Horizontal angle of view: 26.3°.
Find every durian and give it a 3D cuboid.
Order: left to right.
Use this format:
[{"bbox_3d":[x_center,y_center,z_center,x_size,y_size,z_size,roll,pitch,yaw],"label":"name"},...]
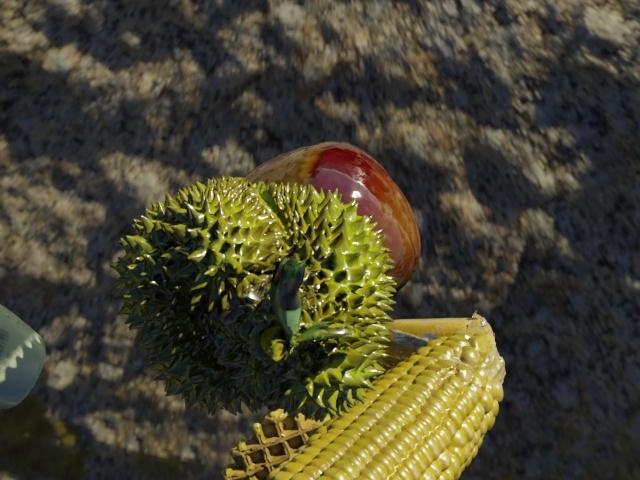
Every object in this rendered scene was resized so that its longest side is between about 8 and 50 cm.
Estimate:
[{"bbox_3d":[-0.032,0.039,0.843,0.198,0.159,0.146,27,117,35],"label":"durian"}]

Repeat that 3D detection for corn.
[{"bbox_3d":[0.053,0.200,1.220,0.130,0.347,0.130,27,138,27],"label":"corn"}]

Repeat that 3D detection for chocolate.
[{"bbox_3d":[0.112,0.136,1.727,0.219,0.085,0.085,-3,113,39],"label":"chocolate"}]

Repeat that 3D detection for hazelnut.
[{"bbox_3d":[0.000,0.000,1.492,0.229,0.229,0.229,0,108,0],"label":"hazelnut"}]

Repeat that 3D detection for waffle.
[{"bbox_3d":[-0.033,0.302,1.762,0.191,0.038,0.191,-1,98,-4],"label":"waffle"}]

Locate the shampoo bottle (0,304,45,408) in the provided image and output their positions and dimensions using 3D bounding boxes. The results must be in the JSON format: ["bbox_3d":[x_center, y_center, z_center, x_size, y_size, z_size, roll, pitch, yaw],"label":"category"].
[{"bbox_3d":[-0.275,0.042,0.880,0.212,0.049,0.072,36,80,-32],"label":"shampoo bottle"}]
